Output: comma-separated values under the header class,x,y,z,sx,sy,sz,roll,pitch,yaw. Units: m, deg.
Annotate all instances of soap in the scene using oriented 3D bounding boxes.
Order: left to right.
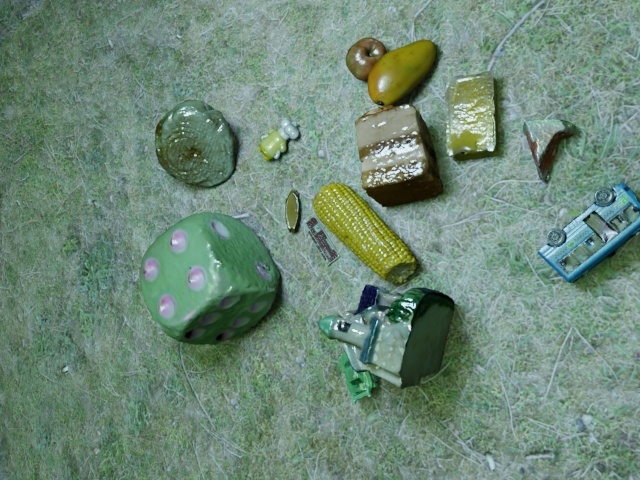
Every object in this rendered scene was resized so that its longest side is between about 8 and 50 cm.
class,x,y,z,sx,sy,sz,roll,pitch,yaw
soap,0.417,-0.342,1.487,0.135,0.076,0.233,-3,79,29

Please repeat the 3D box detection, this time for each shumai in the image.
class,x,y,z,sx,sy,sz,roll,pitch,yaw
shumai,-0.437,-0.381,1.960,0.309,0.304,0.263,-37,31,22

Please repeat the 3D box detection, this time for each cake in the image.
class,x,y,z,sx,sy,sz,roll,pitch,yaw
cake,0.221,-0.260,1.527,0.199,0.196,0.292,-14,70,26

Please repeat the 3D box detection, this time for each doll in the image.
class,x,y,z,sx,sy,sz,roll,pitch,yaw
doll,-0.139,-0.342,1.821,0.162,0.062,0.106,-41,68,19

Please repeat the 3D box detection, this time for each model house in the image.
class,x,y,z,sx,sy,sz,roll,pitch,yaw
model house,0.163,0.225,1.411,0.284,0.298,0.243,10,87,32

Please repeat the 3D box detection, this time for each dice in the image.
class,x,y,z,sx,sy,sz,roll,pitch,yaw
dice,-0.346,0.124,1.715,0.322,0.318,0.330,-42,63,19

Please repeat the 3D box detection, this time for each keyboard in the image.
class,x,y,z,sx,sy,sz,roll,pitch,yaw
keyboard,0.000,0.000,1.708,0.055,0.017,0.165,-40,65,19

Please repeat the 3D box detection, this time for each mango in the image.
class,x,y,z,sx,sy,sz,roll,pitch,yaw
mango,0.236,-0.501,1.583,0.253,0.113,0.138,-44,65,-5

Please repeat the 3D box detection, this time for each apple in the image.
class,x,y,z,sx,sy,sz,roll,pitch,yaw
apple,0.144,-0.556,1.661,0.126,0.102,0.125,1,84,-11

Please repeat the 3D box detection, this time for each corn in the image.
class,x,y,z,sx,sy,sz,roll,pitch,yaw
corn,0.118,-0.031,1.573,0.144,0.144,0.387,-50,60,14

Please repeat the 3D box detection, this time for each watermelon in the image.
class,x,y,z,sx,sy,sz,roll,pitch,yaw
watermelon,0.556,-0.247,1.381,0.121,0.098,0.158,32,102,31

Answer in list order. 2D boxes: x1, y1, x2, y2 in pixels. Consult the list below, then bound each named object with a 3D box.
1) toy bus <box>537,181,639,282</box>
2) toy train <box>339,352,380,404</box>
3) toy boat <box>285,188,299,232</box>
class,x,y,z,sx,sy,sz,roll,pitch,yaw
toy bus,0.646,-0.016,1.276,0.246,0.113,0.134,-45,67,19
toy train,0.106,0.383,1.545,0.099,0.081,0.149,-32,68,23
toy boat,-0.092,-0.098,1.761,0.047,0.049,0.149,1,79,0
